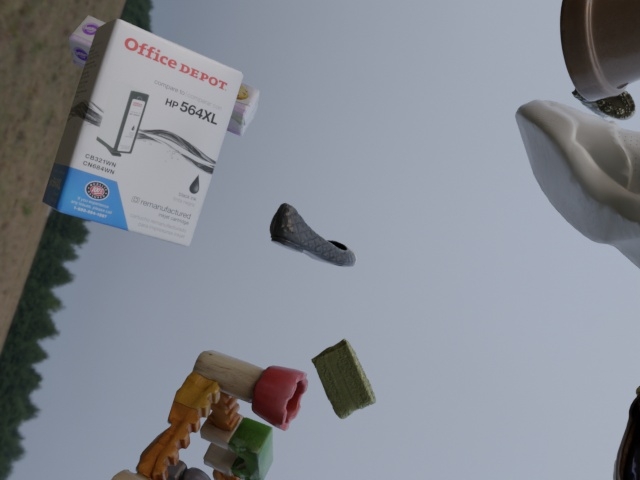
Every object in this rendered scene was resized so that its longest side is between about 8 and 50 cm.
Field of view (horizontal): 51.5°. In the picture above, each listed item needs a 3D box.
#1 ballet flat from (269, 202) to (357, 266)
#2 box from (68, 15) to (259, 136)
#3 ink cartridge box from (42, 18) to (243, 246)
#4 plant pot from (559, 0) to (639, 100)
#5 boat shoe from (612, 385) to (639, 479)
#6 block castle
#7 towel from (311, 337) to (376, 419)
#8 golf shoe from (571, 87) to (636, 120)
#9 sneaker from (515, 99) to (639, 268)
[{"bbox_3d":[0.000,0.000,0.825,0.058,0.173,0.049,15,-96,34],"label":"ballet flat"},{"bbox_3d":[-0.262,-0.277,1.122,0.063,0.324,0.067,110,5,-59],"label":"box"},{"bbox_3d":[-0.190,-0.112,0.716,0.086,0.148,0.203,17,-90,59],"label":"ink cartridge box"},{"bbox_3d":[0.637,-0.423,1.316,0.229,0.263,0.262,1,-108,45],"label":"plant pot"},{"bbox_3d":[0.490,0.255,0.932,0.117,0.096,0.324,-24,-161,49],"label":"boat shoe"},{"bbox_3d":[-0.129,0.412,0.980,0.303,0.213,0.453,-56,158,-44],"label":"block castle"},{"bbox_3d":[0.049,0.290,1.393,0.110,0.027,0.148,-35,-107,29],"label":"towel"},{"bbox_3d":[0.659,-0.309,1.512,0.069,0.086,0.176,-45,-143,10],"label":"golf shoe"},{"bbox_3d":[0.213,-0.040,0.423,0.094,0.080,0.212,-31,-138,-1],"label":"sneaker"}]
